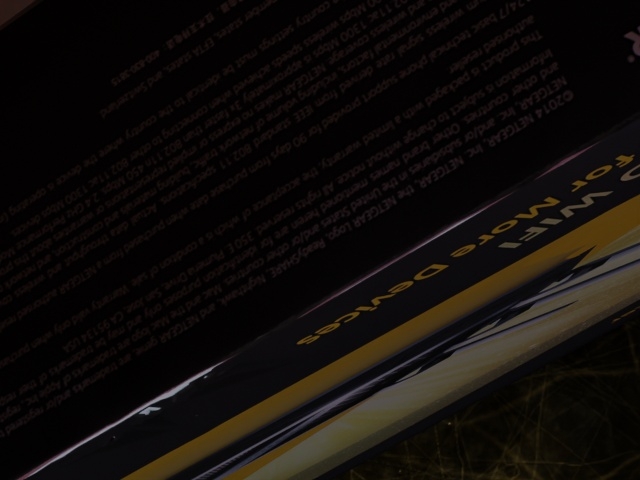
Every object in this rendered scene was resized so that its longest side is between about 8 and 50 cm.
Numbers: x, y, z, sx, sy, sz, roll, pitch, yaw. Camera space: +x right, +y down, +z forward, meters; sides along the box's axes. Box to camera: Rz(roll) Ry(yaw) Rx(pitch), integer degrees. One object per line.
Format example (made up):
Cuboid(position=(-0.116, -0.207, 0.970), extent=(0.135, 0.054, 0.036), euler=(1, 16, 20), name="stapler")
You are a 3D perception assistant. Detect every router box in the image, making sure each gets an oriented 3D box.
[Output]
Cuboid(position=(0.000, 0.000, 0.461), extent=(0.309, 0.081, 0.243), euler=(-31, 167, 23), name="router box")

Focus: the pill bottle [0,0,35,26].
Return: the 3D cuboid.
Cuboid(position=(-0.126, -0.081, 0.619), extent=(0.187, 0.188, 0.334), euler=(2, 180, 4), name="pill bottle")
